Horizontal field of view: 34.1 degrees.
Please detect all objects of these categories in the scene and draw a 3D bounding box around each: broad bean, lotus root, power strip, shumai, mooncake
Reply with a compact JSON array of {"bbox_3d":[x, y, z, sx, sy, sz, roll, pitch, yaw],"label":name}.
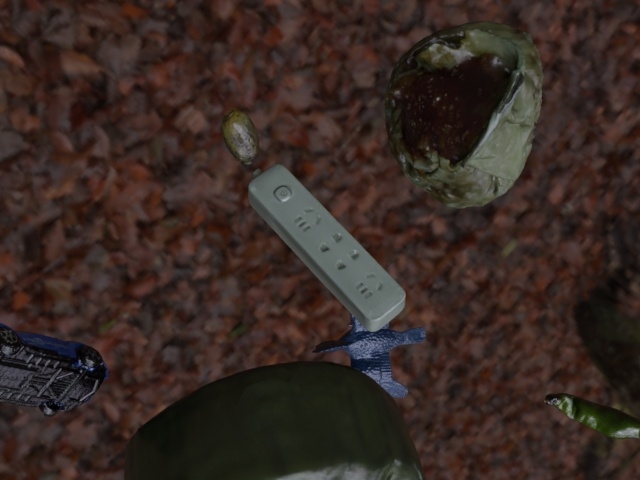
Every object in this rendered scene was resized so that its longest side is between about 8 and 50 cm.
[{"bbox_3d":[0.474,0.302,1.793,0.061,0.195,0.046,-59,168,-77],"label":"broad bean"},{"bbox_3d":[-0.120,-0.156,1.595,0.049,0.054,0.099,-12,127,9],"label":"lotus root"},{"bbox_3d":[0.000,0.000,1.897,0.091,0.385,0.062,-37,160,-17],"label":"power strip"},{"bbox_3d":[0.253,-0.183,1.681,0.292,0.288,0.330,-3,110,-13],"label":"shumai"},{"bbox_3d":[-0.053,0.301,1.256,0.356,0.194,0.356,-13,150,-7],"label":"mooncake"}]

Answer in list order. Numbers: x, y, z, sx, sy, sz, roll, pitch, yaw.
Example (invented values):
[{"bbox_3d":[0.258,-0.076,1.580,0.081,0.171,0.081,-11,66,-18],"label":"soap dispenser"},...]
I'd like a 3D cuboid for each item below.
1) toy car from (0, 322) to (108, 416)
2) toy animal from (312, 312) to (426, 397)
[{"bbox_3d":[-0.342,0.146,1.214,0.103,0.063,0.216,-48,145,15],"label":"toy car"},{"bbox_3d":[0.100,0.206,2.069,0.255,0.176,0.239,-7,97,-10],"label":"toy animal"}]
